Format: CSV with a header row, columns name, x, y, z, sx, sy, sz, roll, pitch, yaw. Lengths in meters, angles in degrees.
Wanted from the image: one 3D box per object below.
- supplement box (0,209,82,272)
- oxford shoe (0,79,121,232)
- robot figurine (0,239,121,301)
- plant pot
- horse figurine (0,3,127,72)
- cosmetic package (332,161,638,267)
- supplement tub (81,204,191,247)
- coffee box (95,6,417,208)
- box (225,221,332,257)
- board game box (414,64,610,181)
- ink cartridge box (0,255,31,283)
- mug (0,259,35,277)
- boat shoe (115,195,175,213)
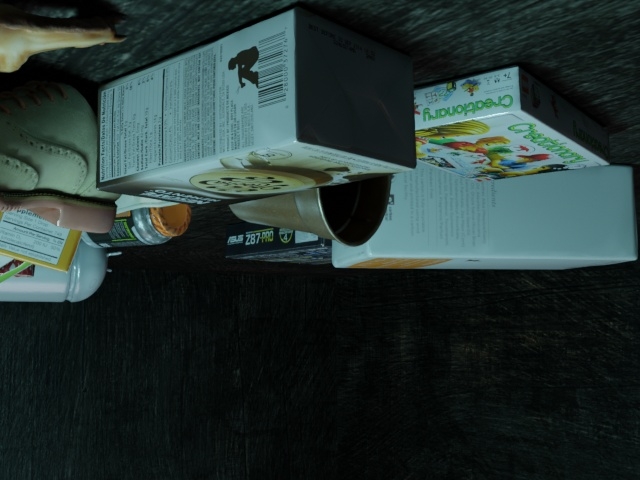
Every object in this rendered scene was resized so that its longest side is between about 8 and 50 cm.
name,x,y,z,sx,sy,sz,roll,pitch,yaw
supplement box,-0.416,-0.031,0.894,0.234,0.080,0.078,24,175,-33
oxford shoe,-0.322,-0.109,0.737,0.141,0.146,0.397,25,-179,13
robot figurine,-0.654,0.043,1.705,0.354,0.199,0.300,4,169,-27
plant pot,-0.022,-0.081,0.914,0.165,0.166,0.167,5,178,35
horse figurine,-0.293,-0.165,0.529,0.175,0.066,0.263,3,178,25
cosmetic package,0.263,-0.037,1.229,0.454,0.161,0.230,1,173,-12
supplement tub,-0.333,-0.048,1.303,0.191,0.116,0.117,-3,173,27
coffee box,-0.074,-0.114,0.734,0.297,0.118,0.168,-7,172,42
box,0.000,0.000,1.818,0.318,0.097,0.395,7,170,-39
board game box,0.210,-0.129,0.892,0.193,0.053,0.305,-6,171,37
ink cartridge box,-0.538,-0.019,1.117,0.189,0.097,0.255,-32,162,-1
mug,-0.572,-0.021,1.297,0.150,0.169,0.113,4,173,-35
boat shoe,-0.290,-0.092,1.012,0.255,0.095,0.079,-11,-142,-17
